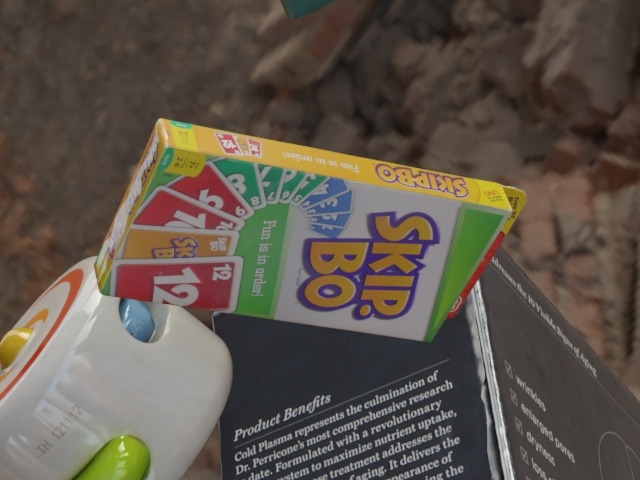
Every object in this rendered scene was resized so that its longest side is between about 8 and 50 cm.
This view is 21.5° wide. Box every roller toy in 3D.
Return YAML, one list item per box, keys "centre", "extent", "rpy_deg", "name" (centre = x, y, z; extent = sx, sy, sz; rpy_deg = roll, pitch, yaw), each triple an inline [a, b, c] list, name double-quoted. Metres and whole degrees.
- centre: [-0.174, 0.114, 1.229]
  extent: [0.209, 0.146, 0.191]
  rpy_deg: [-23, 31, 59]
  name: "roller toy"

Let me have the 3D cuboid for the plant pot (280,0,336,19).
- centre: [-0.007, -0.321, 1.249]
  extent: [0.166, 0.234, 0.165]
  rpy_deg: [-26, 57, 2]
  name: "plant pot"

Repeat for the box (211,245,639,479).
- centre: [0.151, 0.311, 1.583]
  extent: [0.297, 0.480, 0.471]
  rpy_deg: [-23, 47, 22]
  name: "box"

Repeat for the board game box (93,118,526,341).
- centre: [0.000, 0.000, 1.065]
  extent: [0.124, 0.259, 0.039]
  rpy_deg: [-62, 33, 35]
  name: "board game box"
